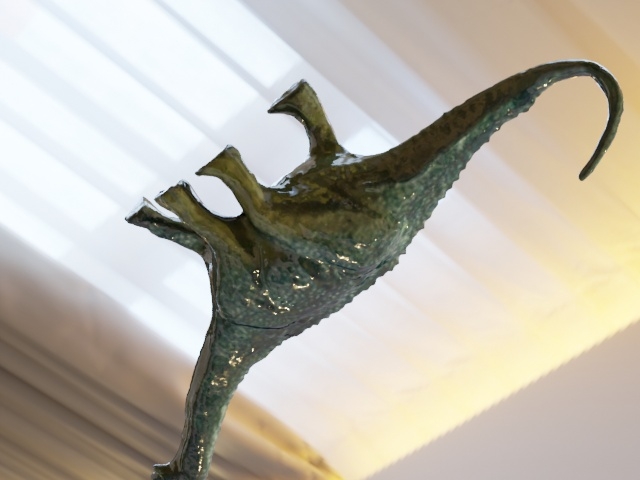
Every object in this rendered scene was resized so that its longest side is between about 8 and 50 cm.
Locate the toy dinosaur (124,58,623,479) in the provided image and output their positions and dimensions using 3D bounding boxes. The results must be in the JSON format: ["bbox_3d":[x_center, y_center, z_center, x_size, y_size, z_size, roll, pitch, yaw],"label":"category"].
[{"bbox_3d":[-0.011,-0.005,0.710,0.363,0.147,0.076,-42,-169,18],"label":"toy dinosaur"}]
